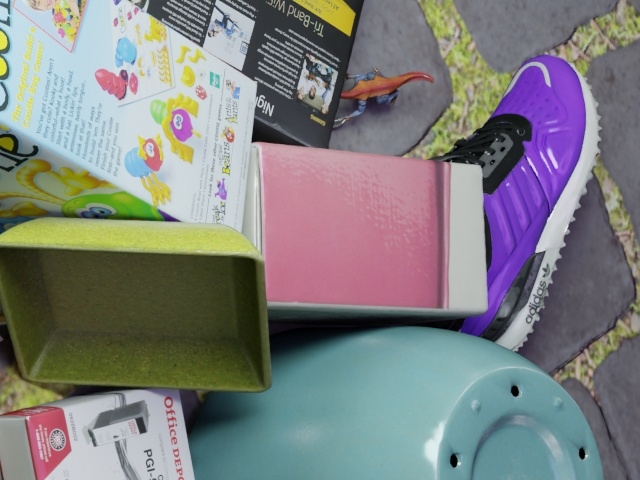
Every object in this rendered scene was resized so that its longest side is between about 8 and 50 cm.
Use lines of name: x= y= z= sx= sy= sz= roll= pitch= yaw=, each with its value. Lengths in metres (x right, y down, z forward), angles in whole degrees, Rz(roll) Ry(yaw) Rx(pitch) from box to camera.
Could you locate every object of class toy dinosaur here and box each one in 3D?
toy dinosaur: x=0.039 y=-0.135 z=1.576 sx=0.047 sy=0.090 sz=0.082 roll=65 pitch=20 yaw=5

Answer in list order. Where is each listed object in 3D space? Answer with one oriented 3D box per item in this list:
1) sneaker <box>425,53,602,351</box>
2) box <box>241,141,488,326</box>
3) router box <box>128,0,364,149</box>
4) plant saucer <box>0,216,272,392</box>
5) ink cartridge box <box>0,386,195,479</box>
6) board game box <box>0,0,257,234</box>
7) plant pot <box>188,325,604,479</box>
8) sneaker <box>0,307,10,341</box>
sneaker: x=0.148 y=-0.051 z=1.628 sx=0.146 sy=0.102 sz=0.293 roll=29 pitch=68 yaw=-32
box: x=0.000 y=0.000 z=1.475 sx=0.232 sy=0.149 sz=0.127 roll=4 pitch=82 yaw=-39
router box: x=-0.097 y=-0.230 z=1.451 sx=0.309 sy=0.081 sz=0.243 roll=28 pitch=69 yaw=-39
plant saucer: x=-0.129 y=0.040 z=1.316 sx=0.188 sy=0.188 sz=0.045 roll=3 pitch=56 yaw=2
ink cartridge box: x=-0.166 y=0.165 z=1.385 sx=0.135 sy=0.056 sz=0.099 roll=-12 pitch=92 yaw=-38
board game box: x=-0.193 y=-0.090 z=1.298 sx=0.275 sy=0.142 sz=0.144 roll=30 pitch=55 yaw=-42
plant pot: x=0.077 y=0.198 z=1.447 sx=0.293 sy=0.235 sz=0.293 roll=10 pitch=74 yaw=-39
sneaker: x=-0.250 y=0.070 z=1.349 sx=0.083 sy=0.032 sz=0.037 roll=-4 pitch=102 yaw=-34
